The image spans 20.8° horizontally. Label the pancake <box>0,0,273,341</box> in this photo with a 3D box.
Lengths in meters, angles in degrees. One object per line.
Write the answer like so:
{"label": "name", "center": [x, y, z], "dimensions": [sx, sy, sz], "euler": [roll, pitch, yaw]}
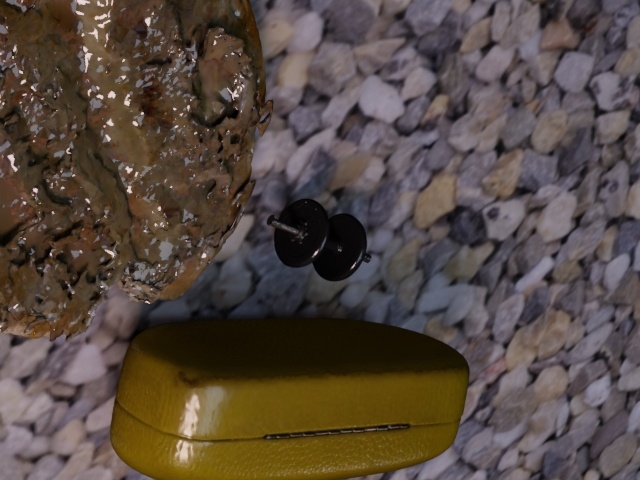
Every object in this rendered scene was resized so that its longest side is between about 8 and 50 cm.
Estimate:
{"label": "pancake", "center": [-0.192, -0.085, 1.470], "dimensions": [0.382, 0.071, 0.382], "euler": [-20, 122, -36]}

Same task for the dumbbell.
{"label": "dumbbell", "center": [0.000, 0.000, 1.685], "dimensions": [0.147, 0.069, 0.069], "euler": [21, 94, -45]}

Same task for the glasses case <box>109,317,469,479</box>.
{"label": "glasses case", "center": [-0.036, 0.157, 1.648], "dimensions": [0.371, 0.173, 0.141], "euler": [1, 107, -40]}
